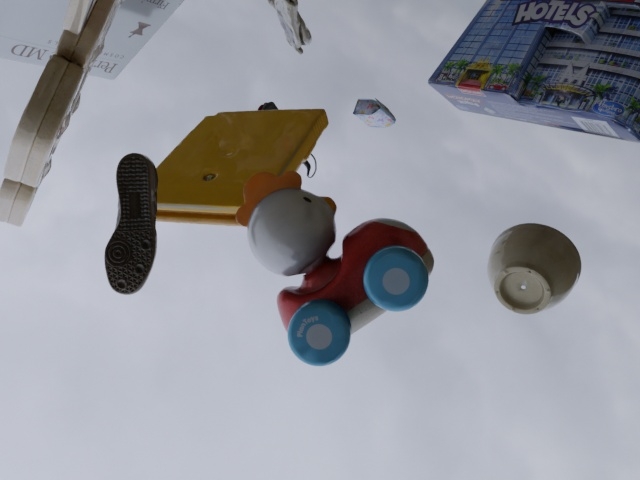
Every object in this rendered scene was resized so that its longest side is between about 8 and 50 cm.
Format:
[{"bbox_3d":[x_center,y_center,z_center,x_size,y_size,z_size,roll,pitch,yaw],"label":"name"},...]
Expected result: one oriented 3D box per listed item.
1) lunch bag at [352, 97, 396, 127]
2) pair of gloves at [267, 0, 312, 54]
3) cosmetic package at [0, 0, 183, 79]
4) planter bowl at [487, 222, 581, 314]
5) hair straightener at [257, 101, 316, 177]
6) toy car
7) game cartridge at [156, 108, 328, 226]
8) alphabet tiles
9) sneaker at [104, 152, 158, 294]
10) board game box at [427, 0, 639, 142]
[{"bbox_3d":[0.133,-0.303,1.441,0.083,0.053,0.071,17,173,45],"label":"lunch bag"},{"bbox_3d":[-0.086,-0.441,1.027,0.240,0.042,0.204,58,179,10],"label":"pair of gloves"},{"bbox_3d":[-0.447,-0.554,1.072,0.329,0.394,0.327,-8,-113,-58],"label":"cosmetic package"},{"bbox_3d":[0.367,0.063,1.073,0.162,0.162,0.109,38,-140,8],"label":"planter bowl"},{"bbox_3d":[-0.079,-0.261,1.584,0.230,0.047,0.089,58,166,-17],"label":"hair straightener"},{"bbox_3d":[0.000,0.000,0.768,0.238,0.210,0.219,53,-173,-1],"label":"toy car"},{"bbox_3d":[-0.168,-0.149,1.159,0.286,0.052,0.323,4,-138,25],"label":"game cartridge"},{"bbox_3d":[-0.147,-0.151,0.403,0.021,0.278,0.284,23,-120,-24],"label":"alphabet tiles"},{"bbox_3d":[-0.244,-0.022,0.820,0.066,0.188,0.071,7,-178,0],"label":"sneaker"},{"bbox_3d":[0.216,-0.196,0.515,0.060,0.194,0.194,26,-179,-39],"label":"board game box"}]
